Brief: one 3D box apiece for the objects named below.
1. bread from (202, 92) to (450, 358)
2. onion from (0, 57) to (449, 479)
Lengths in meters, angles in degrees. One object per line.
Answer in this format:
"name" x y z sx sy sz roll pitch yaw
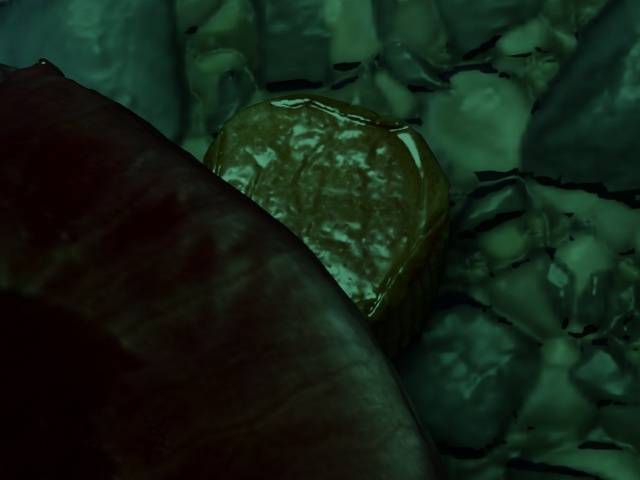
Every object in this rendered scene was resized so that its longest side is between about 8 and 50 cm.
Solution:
"bread" 0.000 0.000 0.585 0.085 0.053 0.085 -1 68 1
"onion" -0.138 0.113 0.446 0.347 0.285 0.347 -3 77 13
